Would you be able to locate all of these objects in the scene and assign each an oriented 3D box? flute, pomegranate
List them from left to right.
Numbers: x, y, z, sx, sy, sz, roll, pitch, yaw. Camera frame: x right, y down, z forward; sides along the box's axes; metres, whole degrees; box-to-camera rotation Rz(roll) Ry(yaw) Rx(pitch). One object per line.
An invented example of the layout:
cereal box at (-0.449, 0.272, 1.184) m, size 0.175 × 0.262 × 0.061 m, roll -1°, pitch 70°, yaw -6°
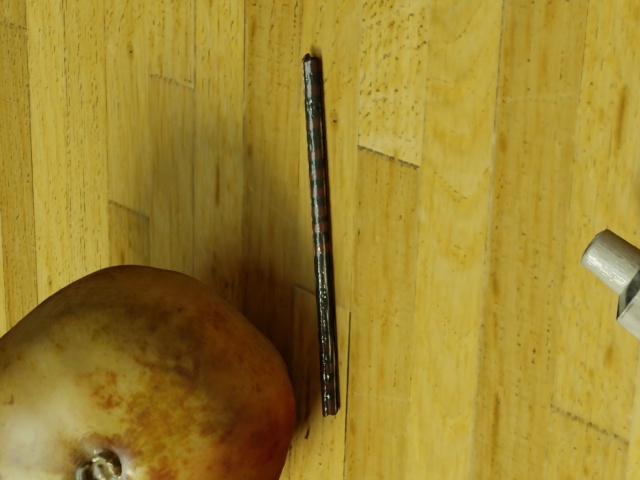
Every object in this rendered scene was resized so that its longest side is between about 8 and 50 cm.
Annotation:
pomegranate at (-0.147, 0.144, 1.117) m, size 0.229 × 0.252 × 0.270 m, roll 42°, pitch 178°, yaw -1°
flute at (0.000, 0.000, 1.073) m, size 0.014 × 0.014 × 0.269 m, roll 14°, pitch 113°, yaw 47°

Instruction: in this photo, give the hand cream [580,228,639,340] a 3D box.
hand cream at (0.238, 0.083, 0.789) m, size 0.257 × 0.050 × 0.084 m, roll 43°, pitch 134°, yaw 24°
